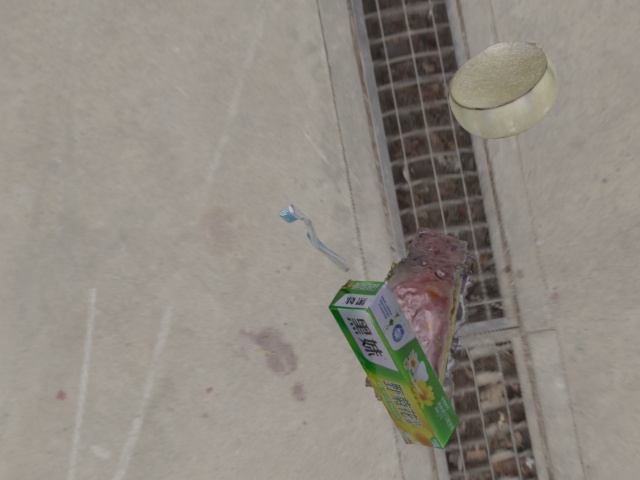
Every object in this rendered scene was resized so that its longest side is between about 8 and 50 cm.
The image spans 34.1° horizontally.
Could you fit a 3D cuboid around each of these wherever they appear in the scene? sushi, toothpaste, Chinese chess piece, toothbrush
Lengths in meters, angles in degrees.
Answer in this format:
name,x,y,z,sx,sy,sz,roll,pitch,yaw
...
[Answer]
name,x,y,z,sx,sy,sz,roll,pitch,yaw
sushi,0.113,0.083,1.204,0.107,0.161,0.241,11,75,13
toothpaste,0.065,0.109,0.897,0.043,0.178,0.037,4,45,41
Chinese chess piece,0.204,-0.168,1.165,0.122,0.051,0.122,-18,40,16
toothbrush,0.000,0.000,0.925,0.017,0.162,0.014,-24,65,13
